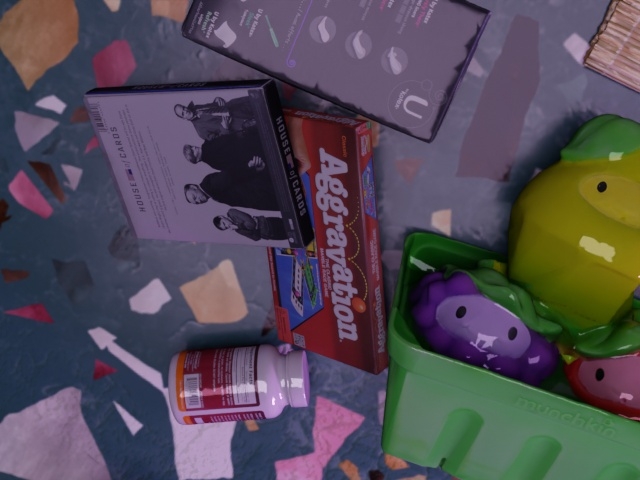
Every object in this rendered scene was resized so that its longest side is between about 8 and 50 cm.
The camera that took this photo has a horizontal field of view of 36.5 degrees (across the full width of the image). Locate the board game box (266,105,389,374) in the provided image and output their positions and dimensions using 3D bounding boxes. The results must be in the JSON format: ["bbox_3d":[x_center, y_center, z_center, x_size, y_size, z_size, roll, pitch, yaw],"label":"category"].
[{"bbox_3d":[0.000,0.000,1.028,0.145,0.027,0.281,14,122,37],"label":"board game box"}]

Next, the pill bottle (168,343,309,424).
[{"bbox_3d":[-0.091,0.163,1.109,0.152,0.086,0.086,-5,99,5],"label":"pill bottle"}]

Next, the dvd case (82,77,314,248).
[{"bbox_3d":[-0.130,-0.079,1.023,0.238,0.029,0.179,4,121,32],"label":"dvd case"}]

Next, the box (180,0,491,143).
[{"bbox_3d":[0.017,-0.217,0.997,0.270,0.165,0.143,24,100,1],"label":"box"}]

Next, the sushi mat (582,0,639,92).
[{"bbox_3d":[0.454,-0.190,1.040,0.316,0.019,0.151,26,99,-1],"label":"sushi mat"}]

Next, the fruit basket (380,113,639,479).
[{"bbox_3d":[0.260,0.069,0.993,0.392,0.283,0.392,4,117,9],"label":"fruit basket"}]
